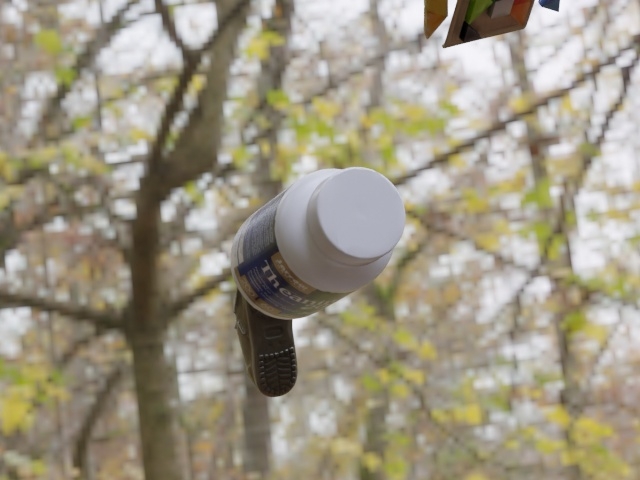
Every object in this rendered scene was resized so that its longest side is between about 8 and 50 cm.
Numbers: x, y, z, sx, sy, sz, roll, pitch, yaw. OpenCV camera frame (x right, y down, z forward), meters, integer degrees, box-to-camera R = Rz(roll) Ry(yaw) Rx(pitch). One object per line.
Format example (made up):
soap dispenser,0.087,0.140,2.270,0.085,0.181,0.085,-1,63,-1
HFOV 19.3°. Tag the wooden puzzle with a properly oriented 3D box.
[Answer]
wooden puzzle,0.118,-0.158,1.262,0.116,0.014,0.079,-20,-30,-20

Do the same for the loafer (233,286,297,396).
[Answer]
loafer,-0.052,0.063,1.657,0.056,0.148,0.050,-1,3,-32

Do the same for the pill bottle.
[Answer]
pill bottle,0.000,0.000,1.010,0.067,0.067,0.120,-2,-13,-22
